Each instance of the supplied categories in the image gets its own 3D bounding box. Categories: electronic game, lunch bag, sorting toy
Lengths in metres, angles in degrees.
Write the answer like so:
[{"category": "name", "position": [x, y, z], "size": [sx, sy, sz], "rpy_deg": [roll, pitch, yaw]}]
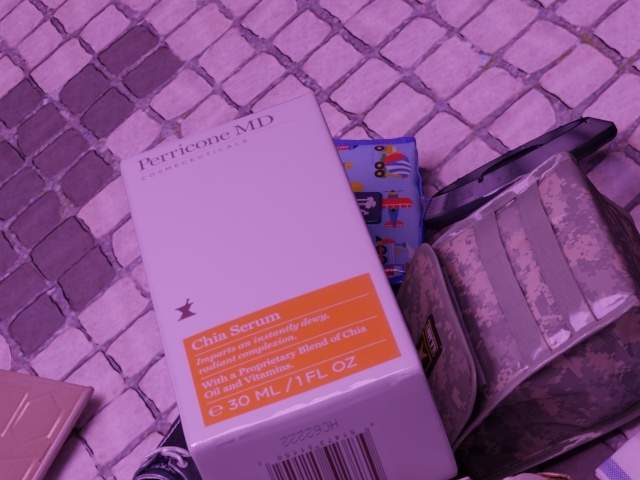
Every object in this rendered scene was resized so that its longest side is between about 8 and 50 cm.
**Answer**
[{"category": "electronic game", "position": [0.212, -0.070, 2.095], "size": [0.229, 0.048, 0.229], "rpy_deg": [-27, 3, 2]}, {"category": "lunch bag", "position": [0.196, 0.091, 1.953], "size": [0.287, 0.169, 0.235], "rpy_deg": [-36, 40, 18]}, {"category": "lunch bag", "position": [0.000, 0.000, 2.230], "size": [0.293, 0.138, 0.221], "rpy_deg": [-11, 47, 12]}, {"category": "sorting toy", "position": [-0.374, 0.246, 2.324], "size": [0.208, 0.038, 0.193], "rpy_deg": [4, 55, 43]}]

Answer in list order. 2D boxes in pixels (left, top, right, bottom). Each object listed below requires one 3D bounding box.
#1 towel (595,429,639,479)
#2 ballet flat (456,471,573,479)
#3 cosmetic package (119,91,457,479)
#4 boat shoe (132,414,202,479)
[{"category": "towel", "position": [0.411, 0.186, 1.810], "size": [0.285, 0.034, 0.209], "rpy_deg": [-39, 38, -4]}, {"category": "ballet flat", "position": [0.151, 0.246, 1.830], "size": [0.206, 0.067, 0.073], "rpy_deg": [-5, 44, -27]}, {"category": "cosmetic package", "position": [-0.042, 0.068, 1.952], "size": [0.230, 0.161, 0.453], "rpy_deg": [-20, 40, 0]}, {"category": "boat shoe", "position": [-0.153, 0.266, 2.090], "size": [0.108, 0.102, 0.301], "rpy_deg": [-7, 50, 31]}]
